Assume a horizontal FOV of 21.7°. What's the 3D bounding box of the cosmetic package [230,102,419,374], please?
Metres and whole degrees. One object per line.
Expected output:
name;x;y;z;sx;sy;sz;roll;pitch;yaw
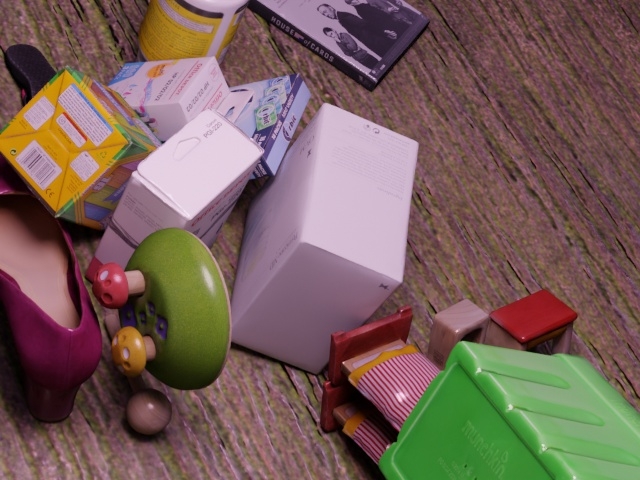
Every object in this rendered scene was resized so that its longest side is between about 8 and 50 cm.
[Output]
cosmetic package;0.000;0.000;2.012;0.138;0.224;0.224;21;48;-17

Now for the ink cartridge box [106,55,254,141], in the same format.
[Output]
ink cartridge box;-0.188;-0.179;2.117;0.181;0.061;0.104;-1;40;30

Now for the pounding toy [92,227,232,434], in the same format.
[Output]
pounding toy;-0.203;0.098;1.843;0.110;0.237;0.183;-9;58;-37

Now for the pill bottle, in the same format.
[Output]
pill bottle;-0.170;-0.282;2.175;0.119;0.208;0.119;12;51;-15

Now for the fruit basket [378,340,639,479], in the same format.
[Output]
fruit basket;0.275;0.310;1.701;0.392;0.283;0.392;31;11;-7

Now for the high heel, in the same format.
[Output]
high heel;-0.321;0.007;1.901;0.127;0.181;0.377;-9;59;-25

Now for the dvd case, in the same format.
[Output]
dvd case;0.021;-0.335;2.418;0.239;0.029;0.179;35;49;5

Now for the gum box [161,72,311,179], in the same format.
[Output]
gum box;-0.119;-0.133;2.115;0.041;0.184;0.157;58;38;-33

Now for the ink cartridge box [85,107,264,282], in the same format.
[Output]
ink cartridge box;-0.174;-0.033;1.974;0.092;0.218;0.158;38;49;7

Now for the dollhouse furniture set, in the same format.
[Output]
dollhouse furniture set;0.202;0.163;1.990;0.374;0.152;0.201;-21;46;-33

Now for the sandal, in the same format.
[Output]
sandal;-0.355;-0.187;2.141;0.067;0.040;0.179;-6;42;-33

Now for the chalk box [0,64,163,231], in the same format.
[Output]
chalk box;-0.270;-0.103;2.015;0.132;0.132;0.213;48;7;14
